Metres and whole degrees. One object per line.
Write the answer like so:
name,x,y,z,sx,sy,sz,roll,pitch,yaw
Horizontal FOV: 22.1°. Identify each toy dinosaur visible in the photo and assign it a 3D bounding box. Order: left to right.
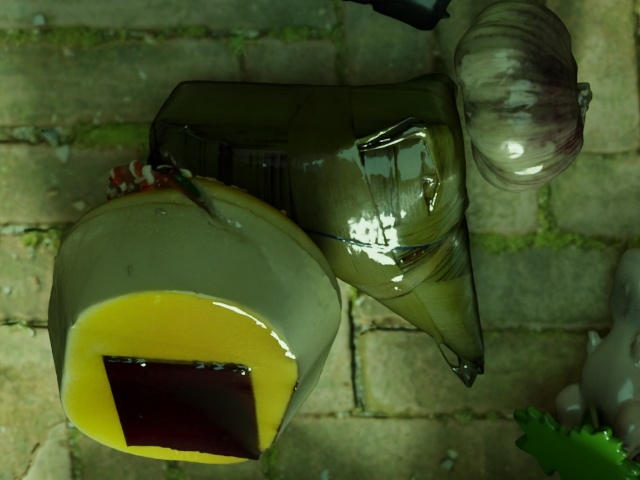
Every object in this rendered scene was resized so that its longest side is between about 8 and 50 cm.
toy dinosaur,0.252,0.122,1.402,0.177,0.152,0.194,-45,118,-28

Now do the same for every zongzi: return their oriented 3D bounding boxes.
zongzi,0.000,0.000,1.356,0.260,0.123,0.289,0,127,10

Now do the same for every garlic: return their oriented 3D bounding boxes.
garlic,0.163,-0.114,1.293,0.102,0.147,0.159,-6,126,11

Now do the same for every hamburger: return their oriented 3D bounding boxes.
hamburger,-0.101,0.061,1.287,0.227,0.151,0.295,15,142,-5

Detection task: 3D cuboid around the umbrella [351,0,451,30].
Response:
umbrella,-0.042,-0.252,1.274,0.326,0.090,0.094,22,103,-8
